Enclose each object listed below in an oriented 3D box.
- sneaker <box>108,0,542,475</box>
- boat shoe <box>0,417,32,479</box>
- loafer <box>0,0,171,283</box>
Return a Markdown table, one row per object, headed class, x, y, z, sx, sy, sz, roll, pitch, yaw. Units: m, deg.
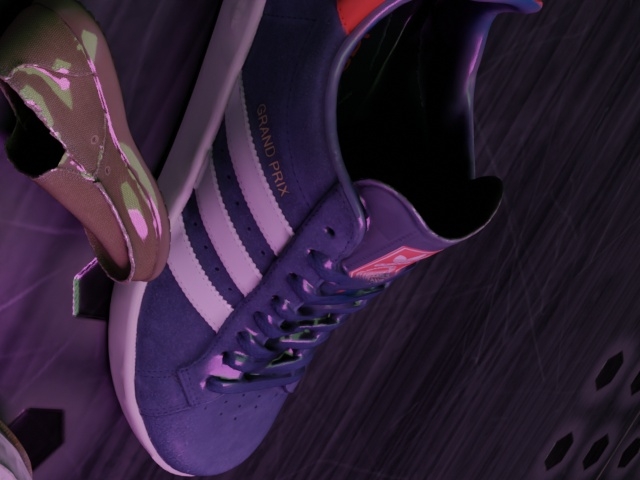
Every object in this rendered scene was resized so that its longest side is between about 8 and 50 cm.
| class | x | y | z | sx | sy | sz | roll | pitch | yaw |
| --- | --- | --- | --- | --- | --- | --- | --- | --- | --- |
| sneaker | 0.000 | 0.000 | 0.555 | 0.131 | 0.148 | 0.350 | -10 | 127 | -44 |
| boat shoe | -0.204 | 0.094 | 0.439 | 0.113 | 0.103 | 0.302 | -49 | 145 | -6 |
| loafer | -0.108 | -0.036 | 0.487 | 0.050 | 0.056 | 0.148 | -34 | 130 | -25 |
